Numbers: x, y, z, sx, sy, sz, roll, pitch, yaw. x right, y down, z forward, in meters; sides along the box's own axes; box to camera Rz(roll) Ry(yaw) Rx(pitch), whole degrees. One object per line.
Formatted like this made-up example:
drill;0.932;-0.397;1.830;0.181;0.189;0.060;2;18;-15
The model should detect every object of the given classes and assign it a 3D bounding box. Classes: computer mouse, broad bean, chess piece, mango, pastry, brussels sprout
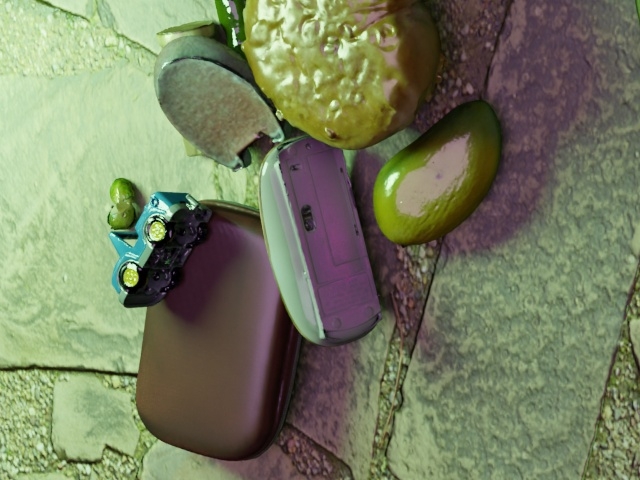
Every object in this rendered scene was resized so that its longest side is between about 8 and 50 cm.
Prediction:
computer mouse;0.000;0.000;1.898;0.072;0.158;0.310;-9;96;55
broad bean;-0.122;-0.295;1.956;0.060;0.043;0.298;-5;98;30
chess piece;-0.187;-0.229;1.979;0.090;0.090;0.200;-4;109;21
mango;0.175;-0.089;1.858;0.237;0.091;0.137;-38;91;21
pastry;0.040;-0.290;1.821;0.284;0.184;0.316;-30;89;33
brussels sprout;-0.318;-0.057;2.063;0.051;0.046;0.083;11;106;60

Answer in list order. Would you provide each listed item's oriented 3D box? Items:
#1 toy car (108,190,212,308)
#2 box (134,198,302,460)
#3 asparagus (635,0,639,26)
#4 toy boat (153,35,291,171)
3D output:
toy car;-0.248;0.002;1.915;0.100;0.097;0.191;39;109;25
box;-0.153;0.140;2.002;0.263;0.108;0.404;15;102;19
asparagus;0.445;-0.354;1.724;0.085;0.082;0.343;-3;99;57
toy boat;-0.149;-0.213;1.913;0.155;0.085;0.227;-31;121;27
